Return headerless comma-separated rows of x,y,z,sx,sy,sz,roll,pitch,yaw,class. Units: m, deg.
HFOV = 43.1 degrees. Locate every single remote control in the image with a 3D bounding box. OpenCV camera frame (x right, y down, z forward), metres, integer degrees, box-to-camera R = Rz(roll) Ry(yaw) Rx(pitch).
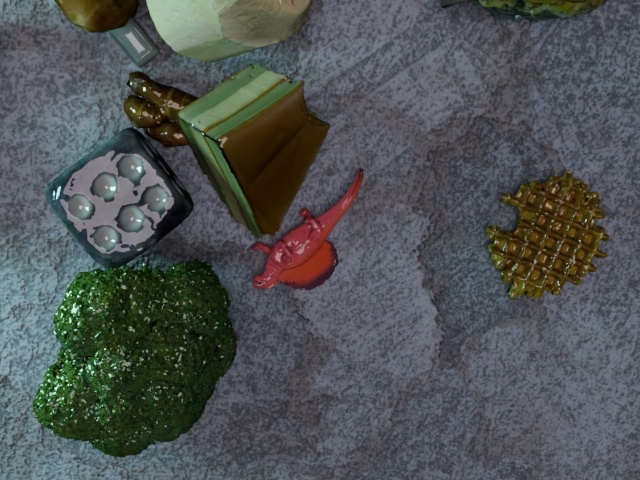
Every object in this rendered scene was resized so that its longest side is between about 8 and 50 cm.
-0.347,-0.376,1.360,0.050,0.027,0.184,-39,103,1,remote control

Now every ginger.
-0.369,-0.487,1.253,0.165,0.172,0.321,3,99,32,ginger
-0.267,-0.214,1.385,0.162,0.073,0.103,26,85,-5,ginger

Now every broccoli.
-0.301,0.186,1.351,0.321,0.309,0.413,-2,141,-4,broccoli

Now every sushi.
0.351,-0.442,1.351,0.274,0.184,0.139,7,97,-3,sushi

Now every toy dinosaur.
0.001,0.008,1.474,0.286,0.070,0.139,-38,114,-1,toy dinosaur

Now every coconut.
-0.152,-0.407,1.278,0.239,0.244,0.239,2,87,-45,coconut

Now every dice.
-0.331,-0.070,1.352,0.182,0.183,0.181,-38,102,0,dice

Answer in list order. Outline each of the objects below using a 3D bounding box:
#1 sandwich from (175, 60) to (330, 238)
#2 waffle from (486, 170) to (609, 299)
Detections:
-0.091,-0.156,1.364,0.198,0.155,0.227,-38,136,-17,sandwich
0.425,-0.008,1.518,0.232,0.051,0.228,-22,103,-2,waffle
